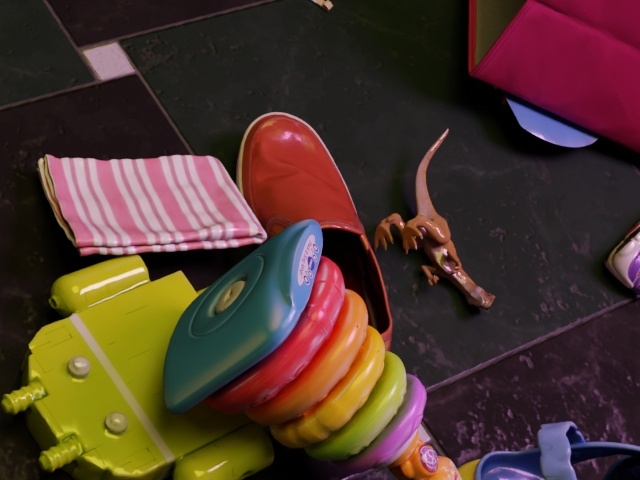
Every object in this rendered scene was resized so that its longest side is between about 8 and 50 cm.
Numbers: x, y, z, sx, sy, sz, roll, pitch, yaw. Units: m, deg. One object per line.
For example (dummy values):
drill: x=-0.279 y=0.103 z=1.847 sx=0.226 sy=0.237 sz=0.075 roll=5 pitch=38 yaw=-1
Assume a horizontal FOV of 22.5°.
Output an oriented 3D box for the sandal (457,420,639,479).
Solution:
sandal: x=0.285 y=0.242 z=1.483 sx=0.317 sy=0.138 sz=0.126 roll=9 pitch=50 yaw=-19

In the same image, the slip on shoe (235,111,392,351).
slip on shoe: x=0.000 y=0.000 z=1.570 sx=0.123 sy=0.101 sz=0.331 roll=-1 pitch=54 yaw=-21

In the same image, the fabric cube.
fabric cube: x=0.339 y=-0.294 z=1.802 sx=0.258 sy=0.259 sz=0.254 roll=23 pitch=43 yaw=-15

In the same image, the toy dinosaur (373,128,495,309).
toy dinosaur: x=0.111 y=-0.014 z=1.665 sx=0.112 sy=0.064 sz=0.211 roll=1 pitch=62 yaw=-44

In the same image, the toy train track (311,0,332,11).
toy train track: x=-0.021 y=-0.291 z=1.839 sx=0.083 sy=0.014 sz=0.048 roll=35 pitch=50 yaw=5

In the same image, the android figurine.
android figurine: x=-0.153 y=0.125 z=1.442 sx=0.273 sy=0.056 sz=0.248 roll=-21 pitch=65 yaw=-35

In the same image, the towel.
towel: x=-0.162 y=-0.039 z=1.546 sx=0.197 sy=0.029 sz=0.144 roll=-4 pitch=36 yaw=-26

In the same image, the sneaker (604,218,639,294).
sneaker: x=0.378 y=0.002 z=1.764 sx=0.170 sy=0.068 sz=0.071 roll=-40 pitch=92 yaw=-30

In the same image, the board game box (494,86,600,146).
board game box: x=0.248 y=-0.163 z=1.843 sx=0.133 sy=0.033 sz=0.168 roll=-2 pitch=55 yaw=-35

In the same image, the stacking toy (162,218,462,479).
stacking toy: x=0.025 y=0.143 z=1.405 sx=0.302 sy=0.166 sz=0.175 roll=44 pitch=31 yaw=-18
